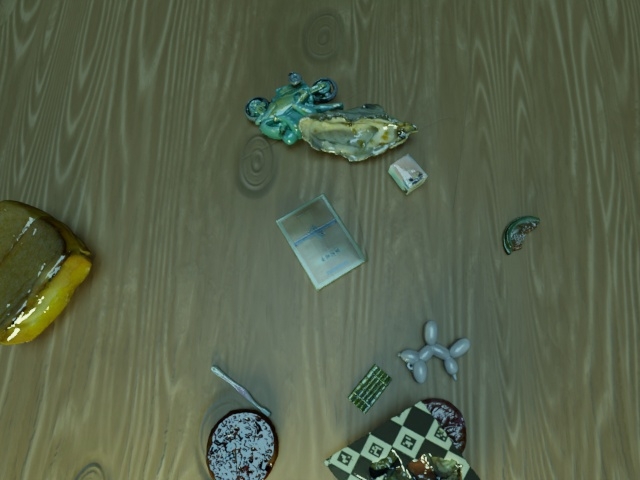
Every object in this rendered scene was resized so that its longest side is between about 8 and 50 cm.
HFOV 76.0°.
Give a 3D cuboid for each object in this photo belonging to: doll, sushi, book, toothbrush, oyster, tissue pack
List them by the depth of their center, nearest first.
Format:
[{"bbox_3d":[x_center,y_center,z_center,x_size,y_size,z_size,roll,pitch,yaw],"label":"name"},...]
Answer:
[{"bbox_3d":[0.211,0.568,0.993,0.292,0.059,0.294,-39,85,10],"label":"sushi"},{"bbox_3d":[0.291,0.298,1.068,0.160,0.059,0.160,26,77,8],"label":"doll"},{"bbox_3d":[-0.211,0.396,1.083,0.204,0.022,0.017,34,91,11],"label":"toothbrush"},{"bbox_3d":[0.000,0.000,1.181,0.170,0.018,0.242,-31,76,-6],"label":"book"},{"bbox_3d":[0.253,-0.195,1.200,0.074,0.059,0.094,-35,76,-4],"label":"tissue pack"},{"bbox_3d":[0.109,-0.326,1.206,0.340,0.167,0.110,-15,35,-3],"label":"oyster"}]

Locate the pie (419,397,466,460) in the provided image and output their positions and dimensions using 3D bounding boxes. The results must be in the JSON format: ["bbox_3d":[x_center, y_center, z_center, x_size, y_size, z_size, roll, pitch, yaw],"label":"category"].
[{"bbox_3d":[0.296,0.476,1.032,0.154,0.036,0.155,0,76,2],"label":"pie"}]

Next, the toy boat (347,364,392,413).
[{"bbox_3d":[0.130,0.388,1.072,0.063,0.016,0.115,39,81,12],"label":"toy boat"}]

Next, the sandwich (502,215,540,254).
[{"bbox_3d":[0.557,-0.022,1.156,0.067,0.029,0.135,36,80,12],"label":"sandwich"}]

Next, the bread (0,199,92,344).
[{"bbox_3d":[-0.830,0.079,1.135,0.327,0.148,0.337,30,80,14],"label":"bread"}]

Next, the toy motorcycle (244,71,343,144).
[{"bbox_3d":[-0.080,-0.392,1.241,0.296,0.109,0.199,-19,72,5],"label":"toy motorcycle"}]

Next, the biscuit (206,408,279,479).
[{"bbox_3d":[-0.199,0.527,1.036,0.191,0.049,0.192,0,69,-1],"label":"biscuit"}]
